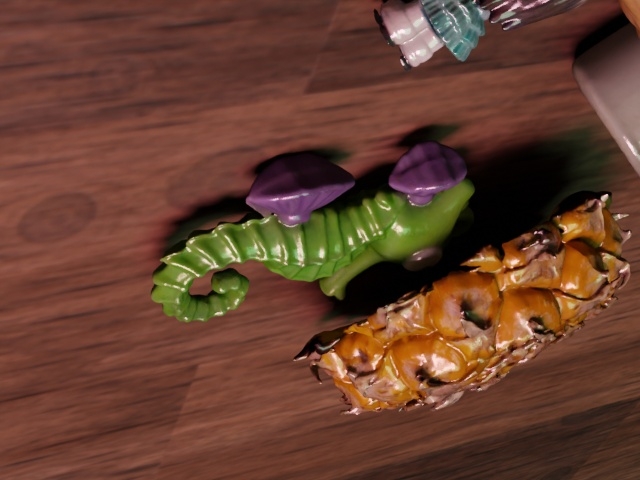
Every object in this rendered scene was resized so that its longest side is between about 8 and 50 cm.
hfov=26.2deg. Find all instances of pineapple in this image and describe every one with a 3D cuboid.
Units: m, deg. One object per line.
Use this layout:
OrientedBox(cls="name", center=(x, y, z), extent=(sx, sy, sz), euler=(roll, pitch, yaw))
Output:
OrientedBox(cls="pineapple", center=(0.092, 0.046, 0.803), extent=(0.225, 0.076, 0.225), euler=(-29, 174, -4))

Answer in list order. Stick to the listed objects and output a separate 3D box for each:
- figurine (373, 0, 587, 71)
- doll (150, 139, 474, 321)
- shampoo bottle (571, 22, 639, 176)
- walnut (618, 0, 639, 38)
OrientedBox(cls="figurine", center=(0.075, -0.117, 0.609), extent=(0.106, 0.047, 0.060), euler=(-27, 110, 14))
OrientedBox(cls="doll", center=(0.000, 0.000, 0.735), extent=(0.190, 0.050, 0.115), euler=(-10, 141, -23))
OrientedBox(cls="shampoo bottle", center=(0.258, -0.127, 0.691), extent=(0.262, 0.085, 0.085), euler=(-33, 151, 14))
OrientedBox(cls="walnut", center=(0.209, -0.139, 0.573), extent=(0.184, 0.155, 0.155), euler=(-39, 152, -6))
